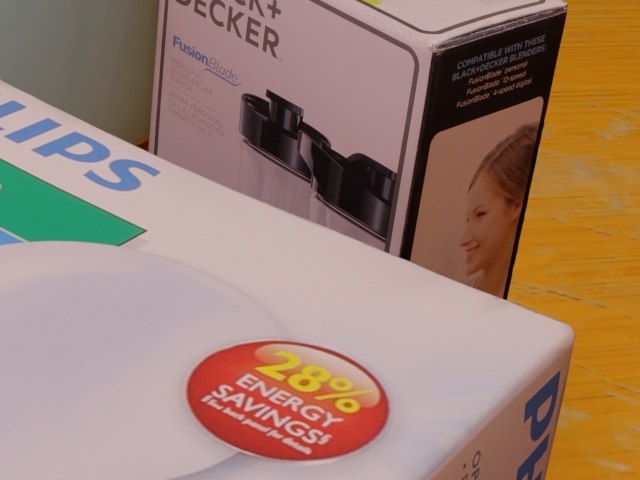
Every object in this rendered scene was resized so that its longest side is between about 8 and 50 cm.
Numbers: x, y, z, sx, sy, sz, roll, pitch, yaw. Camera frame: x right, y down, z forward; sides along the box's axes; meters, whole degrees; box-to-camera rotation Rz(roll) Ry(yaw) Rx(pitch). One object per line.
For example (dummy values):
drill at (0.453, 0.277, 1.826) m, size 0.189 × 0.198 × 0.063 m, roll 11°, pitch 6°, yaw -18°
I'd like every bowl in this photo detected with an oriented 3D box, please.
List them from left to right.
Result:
bowl at (-0.221, -0.202, 1.107) m, size 0.311 × 0.163 × 0.311 m, roll 22°, pitch 21°, yaw -9°

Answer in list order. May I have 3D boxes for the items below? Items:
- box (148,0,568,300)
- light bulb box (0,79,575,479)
box at (0.000, 0.000, 0.778) m, size 0.087 × 0.290 × 0.169 m, roll -20°, pitch 42°, yaw -40°
light bulb box at (-0.156, 0.125, 0.593) m, size 0.358 × 0.225 × 0.361 m, roll 23°, pitch 35°, yaw 24°
